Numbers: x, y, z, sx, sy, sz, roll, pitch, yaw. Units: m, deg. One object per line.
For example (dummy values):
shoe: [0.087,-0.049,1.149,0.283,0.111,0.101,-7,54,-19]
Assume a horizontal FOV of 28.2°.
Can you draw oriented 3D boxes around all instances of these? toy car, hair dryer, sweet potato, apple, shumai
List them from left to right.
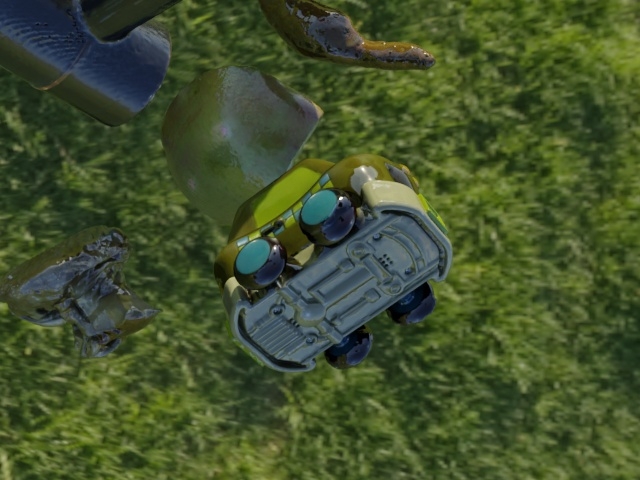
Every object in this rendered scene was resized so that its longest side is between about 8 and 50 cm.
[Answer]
shumai: [-0.288,0.067,1.539,0.161,0.209,0.153,-35,95,5]
hair dryer: [-0.136,-0.220,0.988,0.189,0.352,0.107,28,51,-39]
apple: [-0.129,-0.116,1.728,0.193,0.265,0.120,26,46,-11]
toy car: [0.000,0.000,1.371,0.248,0.198,0.204,-35,133,11]
sweet potato: [0.017,-0.258,1.627,0.075,0.269,0.075,-57,162,-29]
